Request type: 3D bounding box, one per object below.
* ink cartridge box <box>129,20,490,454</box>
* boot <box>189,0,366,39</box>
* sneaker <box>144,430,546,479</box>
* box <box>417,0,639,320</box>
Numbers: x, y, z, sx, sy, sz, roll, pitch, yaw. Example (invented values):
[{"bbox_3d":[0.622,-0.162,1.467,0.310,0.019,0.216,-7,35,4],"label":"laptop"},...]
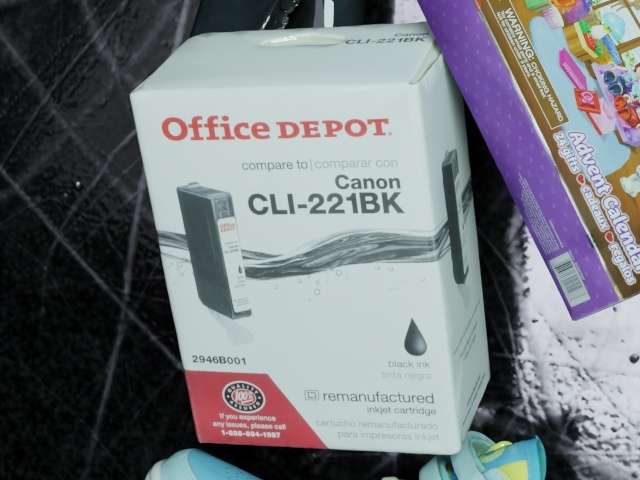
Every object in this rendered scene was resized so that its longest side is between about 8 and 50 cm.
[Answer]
[{"bbox_3d":[0.000,0.000,1.041,0.197,0.114,0.272,0,115,18],"label":"ink cartridge box"},{"bbox_3d":[-0.070,-0.228,1.103,0.247,0.094,0.207,16,95,11],"label":"boot"},{"bbox_3d":[0.045,0.191,1.082,0.319,0.127,0.208,31,105,4],"label":"sneaker"},{"bbox_3d":[0.185,-0.120,0.980,0.293,0.201,0.057,64,150,5],"label":"box"}]
